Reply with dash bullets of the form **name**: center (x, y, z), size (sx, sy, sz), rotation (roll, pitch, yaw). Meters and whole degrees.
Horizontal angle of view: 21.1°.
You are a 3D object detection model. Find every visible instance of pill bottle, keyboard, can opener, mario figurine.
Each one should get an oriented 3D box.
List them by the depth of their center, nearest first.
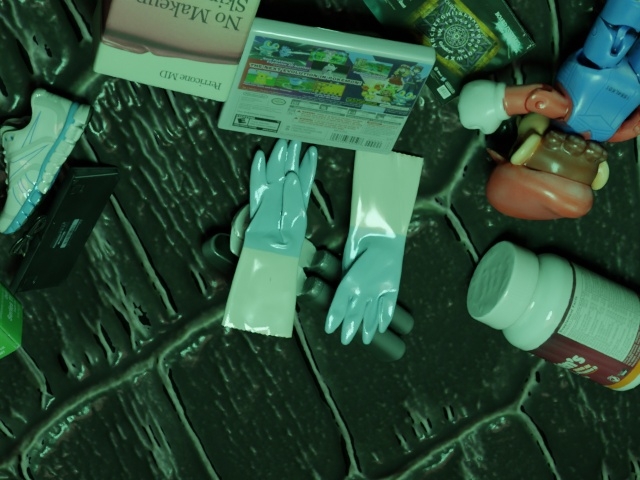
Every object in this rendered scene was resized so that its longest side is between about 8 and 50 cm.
- **mario figurine**: center (0.277, -0.167, 1.887), size (0.198, 0.170, 0.320), rotation (35, 113, 5)
- **keyboard**: center (-0.303, -0.012, 1.954), size (0.108, 0.023, 0.180), rotation (-9, 137, -50)
- **can opener**: center (-0.009, 0.050, 2.035), size (0.280, 0.074, 0.093), rotation (34, 150, -24)
- **pill bottle**: center (0.292, 0.088, 2.048), size (0.221, 0.121, 0.121), rotation (24, 119, -21)

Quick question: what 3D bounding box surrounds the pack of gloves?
- **pack of gloves**: center (0.000, 0.000, 1.969), size (0.195, 0.046, 0.232), rotation (11, 91, -11)

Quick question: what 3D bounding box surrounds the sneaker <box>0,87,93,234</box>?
- **sneaker**: center (-0.326, -0.092, 1.903), size (0.083, 0.071, 0.191), rotation (30, 116, -8)

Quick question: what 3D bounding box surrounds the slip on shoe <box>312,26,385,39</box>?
- **slip on shoe**: center (0.007, -0.200, 1.866), size (0.135, 0.041, 0.051), rotation (-1, 125, -6)

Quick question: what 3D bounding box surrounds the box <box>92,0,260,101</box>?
- **box**: center (-0.134, -0.280, 1.744), size (0.148, 0.127, 0.232), rotation (12, 123, -14)

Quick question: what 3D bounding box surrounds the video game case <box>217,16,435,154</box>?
- **video game case**: center (0.003, -0.165, 1.861), size (0.201, 0.023, 0.183), rotation (9, 148, -11)

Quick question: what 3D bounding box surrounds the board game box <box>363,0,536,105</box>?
- **board game box**: center (0.134, -0.247, 1.856), size (0.126, 0.026, 0.186), rotation (-31, 122, 14)

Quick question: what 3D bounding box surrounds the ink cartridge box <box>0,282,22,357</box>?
- **ink cartridge box**: center (-0.465, 0.066, 1.976), size (0.153, 0.087, 0.208), rotation (-28, 124, 14)
